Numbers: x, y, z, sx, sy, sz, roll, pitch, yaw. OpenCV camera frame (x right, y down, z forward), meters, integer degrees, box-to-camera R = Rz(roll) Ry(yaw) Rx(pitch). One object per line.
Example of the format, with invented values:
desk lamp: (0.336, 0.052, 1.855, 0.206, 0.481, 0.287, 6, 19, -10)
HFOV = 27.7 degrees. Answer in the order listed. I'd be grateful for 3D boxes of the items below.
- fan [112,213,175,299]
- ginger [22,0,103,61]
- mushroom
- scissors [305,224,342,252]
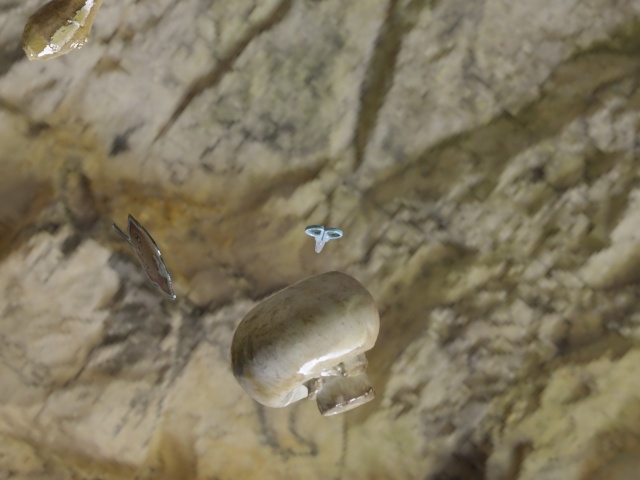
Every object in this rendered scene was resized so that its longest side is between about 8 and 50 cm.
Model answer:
fan: (-0.287, 0.014, 2.055, 0.220, 0.009, 0.132, 34, 144, 52)
ginger: (-0.280, -0.302, 1.463, 0.133, 0.214, 0.059, 37, -170, -45)
mushroom: (-0.032, 0.168, 1.873, 0.189, 0.254, 0.195, -18, -106, -25)
scissors: (0.000, 0.000, 1.250, 0.036, 0.006, 0.083, 7, 163, -4)
